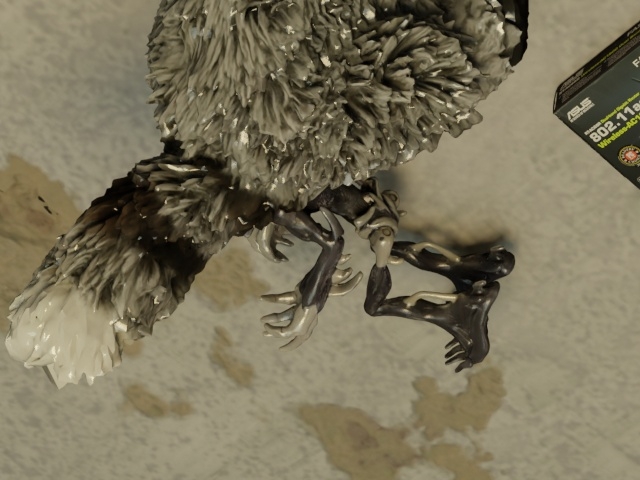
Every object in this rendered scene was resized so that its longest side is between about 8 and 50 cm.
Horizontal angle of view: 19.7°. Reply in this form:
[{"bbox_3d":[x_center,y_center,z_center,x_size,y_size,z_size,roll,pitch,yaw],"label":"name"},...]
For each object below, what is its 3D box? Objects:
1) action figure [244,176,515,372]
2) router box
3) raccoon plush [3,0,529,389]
[{"bbox_3d":[0.000,0.000,1.323,0.276,0.164,0.141,30,123,-18],"label":"action figure"},{"bbox_3d":[0.234,-0.101,1.264,0.092,0.038,0.122,39,125,-16],"label":"router box"},{"bbox_3d":[-0.059,-0.160,1.075,0.216,0.446,0.299,2,134,45],"label":"raccoon plush"}]
